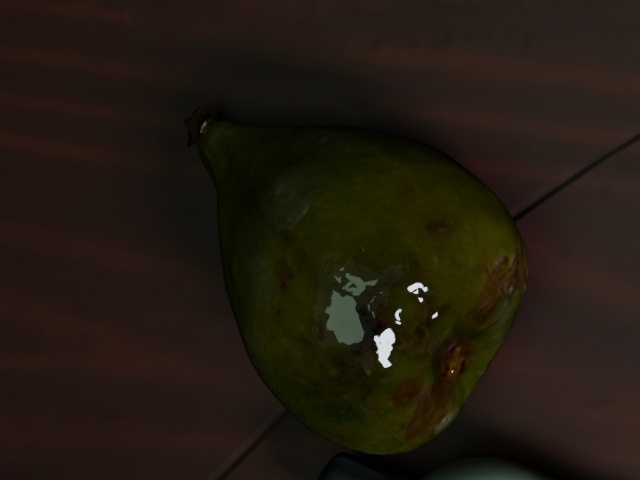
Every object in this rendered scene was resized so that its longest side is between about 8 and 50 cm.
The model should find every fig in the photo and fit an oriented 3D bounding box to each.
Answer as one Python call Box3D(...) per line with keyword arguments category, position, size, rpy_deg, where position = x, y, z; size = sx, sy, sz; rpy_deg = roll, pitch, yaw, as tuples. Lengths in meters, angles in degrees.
Box3D(category="fig", position=(-0.005, 0.007, 0.690), size=(0.185, 0.126, 0.133), rpy_deg=(27, 117, 9))

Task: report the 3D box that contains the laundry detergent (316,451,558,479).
Box3D(category="laundry detergent", position=(0.098, 0.158, 0.699), size=(0.226, 0.070, 0.099), rpy_deg=(23, 109, 13))
